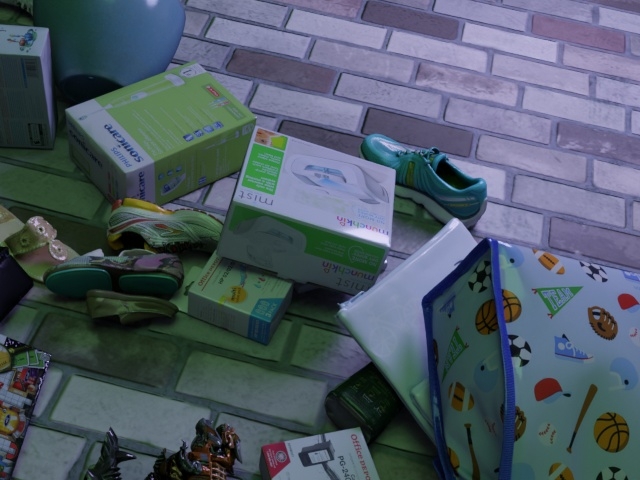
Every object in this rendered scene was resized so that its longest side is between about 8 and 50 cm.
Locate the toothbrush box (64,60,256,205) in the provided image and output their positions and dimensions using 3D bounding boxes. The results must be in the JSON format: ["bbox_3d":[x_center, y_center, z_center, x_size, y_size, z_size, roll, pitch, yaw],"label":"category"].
[{"bbox_3d":[-0.290,-0.190,1.753,0.283,0.122,0.206,-28,56,-31],"label":"toothbrush box"}]

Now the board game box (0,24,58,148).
[{"bbox_3d":[-0.638,-0.278,1.713,0.303,0.224,0.097,2,47,-8],"label":"board game box"}]

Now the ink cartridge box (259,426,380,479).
[{"bbox_3d":[0.000,0.332,1.337,0.150,0.063,0.109,-8,48,-16],"label":"ink cartridge box"}]

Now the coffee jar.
[{"bbox_3d":[0.098,0.220,1.447,0.096,0.079,0.184,42,54,17],"label":"coffee jar"}]

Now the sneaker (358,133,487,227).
[{"bbox_3d":[0.196,-0.134,1.783,0.275,0.110,0.107,31,50,21],"label":"sneaker"}]

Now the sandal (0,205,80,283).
[{"bbox_3d":[-0.488,-0.011,1.579,0.240,0.079,0.088,30,49,19],"label":"sandal"}]

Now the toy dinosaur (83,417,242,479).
[{"bbox_3d":[-0.208,0.355,1.235,0.218,0.164,0.322,27,25,-5],"label":"toy dinosaur"}]

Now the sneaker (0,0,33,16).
[{"bbox_3d":[-0.607,-0.509,2.027,0.235,0.094,0.153,10,36,-13],"label":"sneaker"}]

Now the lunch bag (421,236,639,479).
[{"bbox_3d":[0.329,0.233,1.322,0.328,0.239,0.385,10,54,-20],"label":"lunch bag"}]

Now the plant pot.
[{"bbox_3d":[-0.414,-0.365,1.823,0.290,0.290,0.195,6,69,-3],"label":"plant pot"}]

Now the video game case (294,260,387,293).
[{"bbox_3d":[0.000,0.000,1.686,0.173,0.022,0.190,-14,51,-22],"label":"video game case"}]

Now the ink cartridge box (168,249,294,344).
[{"bbox_3d":[-0.146,0.085,1.552,0.181,0.061,0.104,20,46,10],"label":"ink cartridge box"}]

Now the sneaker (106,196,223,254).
[{"bbox_3d":[-0.253,-0.001,1.616,0.225,0.088,0.093,9,58,6],"label":"sneaker"}]

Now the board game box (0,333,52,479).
[{"bbox_3d":[-0.476,0.243,1.338,0.136,0.030,0.260,24,43,-19],"label":"board game box"}]

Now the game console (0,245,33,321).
[{"bbox_3d":[-0.532,0.067,1.505,0.107,0.071,0.122,5,31,12],"label":"game console"}]

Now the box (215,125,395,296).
[{"bbox_3d":[-0.020,-0.046,1.591,0.262,0.127,0.231,17,36,-5],"label":"box"}]

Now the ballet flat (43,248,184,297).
[{"bbox_3d":[-0.332,0.048,1.548,0.221,0.077,0.079,-1,45,-7],"label":"ballet flat"}]

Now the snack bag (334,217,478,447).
[{"bbox_3d":[0.229,0.155,1.470,0.323,0.037,0.342,-36,86,-34],"label":"snack bag"}]

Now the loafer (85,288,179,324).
[{"bbox_3d":[-0.300,0.111,1.515,0.148,0.056,0.050,9,82,-10],"label":"loafer"}]
